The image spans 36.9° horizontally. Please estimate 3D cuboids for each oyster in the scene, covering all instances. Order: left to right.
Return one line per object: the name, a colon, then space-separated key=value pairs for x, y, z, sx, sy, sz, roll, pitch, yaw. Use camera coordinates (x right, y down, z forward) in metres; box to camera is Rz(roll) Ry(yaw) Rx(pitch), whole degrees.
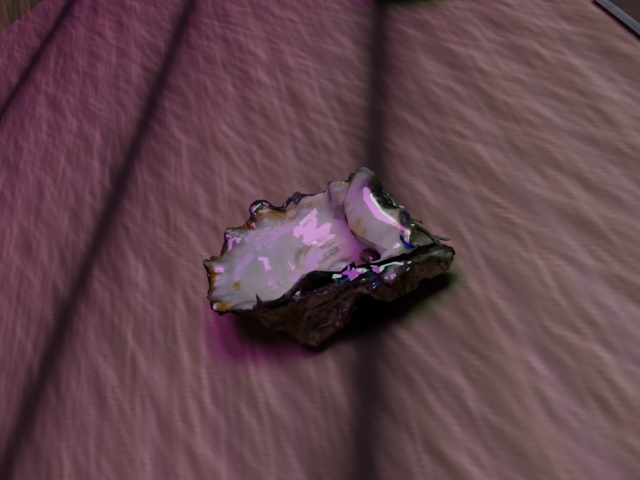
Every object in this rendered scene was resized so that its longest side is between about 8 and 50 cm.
oyster: x=0.003 y=0.007 z=0.892 sx=0.260 sy=0.092 sz=0.198 roll=-14 pitch=35 yaw=40

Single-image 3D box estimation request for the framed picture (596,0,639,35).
framed picture: x=0.385 y=-0.261 z=1.012 sx=0.142 sy=0.011 sz=0.183 roll=-27 pitch=33 yaw=6
